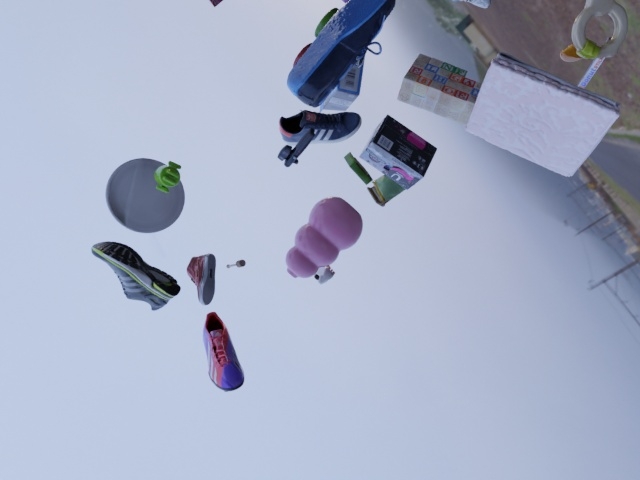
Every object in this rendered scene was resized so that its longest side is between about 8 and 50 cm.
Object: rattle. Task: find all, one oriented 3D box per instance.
[{"bbox_3d":[0.653,-0.536,1.188,0.143,0.130,0.199,-47,-46,-67],"label":"rattle"}]

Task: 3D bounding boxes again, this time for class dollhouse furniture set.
[{"bbox_3d":[0.264,-0.320,2.247,0.151,0.197,0.301,43,-165,-38],"label":"dollhouse furniture set"}]

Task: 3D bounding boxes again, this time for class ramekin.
[{"bbox_3d":[-0.646,-0.163,1.823,0.273,0.273,0.127,34,168,-29],"label":"ramekin"}]

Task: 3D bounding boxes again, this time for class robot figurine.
[{"bbox_3d":[-0.489,-0.205,1.593,0.067,0.101,0.115,26,174,-34],"label":"robot figurine"}]

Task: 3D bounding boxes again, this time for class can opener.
[{"bbox_3d":[-0.080,-0.333,1.810,0.073,0.186,0.059,22,-133,-35],"label":"can opener"}]

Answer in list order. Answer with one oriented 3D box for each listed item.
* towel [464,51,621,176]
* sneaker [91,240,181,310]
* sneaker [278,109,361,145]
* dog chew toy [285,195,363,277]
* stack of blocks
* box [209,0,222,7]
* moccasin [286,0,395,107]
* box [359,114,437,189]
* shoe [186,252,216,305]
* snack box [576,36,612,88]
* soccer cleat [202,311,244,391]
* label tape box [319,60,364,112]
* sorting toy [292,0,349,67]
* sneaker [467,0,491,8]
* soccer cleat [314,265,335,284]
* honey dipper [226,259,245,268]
[{"bbox_3d":[0.572,-0.323,1.331,0.332,0.053,0.317,30,163,14],"label":"towel"},{"bbox_3d":[-0.596,0.116,1.568,0.300,0.121,0.111,37,-163,-5],"label":"sneaker"},{"bbox_3d":[-0.009,-0.484,2.065,0.148,0.350,0.131,56,-153,-61],"label":"sneaker"},{"bbox_3d":[0.000,0.000,1.824,0.206,0.332,0.206,42,179,1],"label":"dog chew toy"},{"bbox_3d":[0.423,-0.484,1.626,0.297,0.087,0.171,25,-128,10],"label":"stack of blocks"},{"bbox_3d":[-0.408,-0.960,1.714,0.128,0.122,0.257,54,-177,30],"label":"box"},{"bbox_3d":[0.059,-0.488,1.268,0.117,0.342,0.138,36,-163,-44],"label":"moccasin"},{"bbox_3d":[0.308,-0.348,2.000,0.247,0.142,0.163,32,-114,-7],"label":"box"},{"bbox_3d":[-0.397,0.131,1.651,0.063,0.081,0.178,42,-136,-59],"label":"shoe"},{"bbox_3d":[0.797,-0.503,1.463,0.022,0.178,0.064,28,-115,12],"label":"snack box"},{"bbox_3d":[-0.333,0.367,1.664,0.108,0.116,0.318,-12,-148,-18],"label":"soccer cleat"},{"bbox_3d":[0.094,-0.706,2.180,0.106,0.240,0.334,9,176,-11],"label":"label tape box"},{"bbox_3d":[0.048,-0.740,1.833,0.126,0.365,0.127,44,-150,3],"label":"sorting toy"},{"bbox_3d":[0.474,-0.815,1.651,0.191,0.083,0.071,28,171,-13],"label":"sneaker"},{"bbox_3d":[0.002,0.119,1.970,0.068,0.076,0.196,49,180,-15],"label":"soccer cleat"},{"bbox_3d":[-0.353,0.101,2.065,0.030,0.161,0.030,5,-101,-30],"label":"honey dipper"}]
